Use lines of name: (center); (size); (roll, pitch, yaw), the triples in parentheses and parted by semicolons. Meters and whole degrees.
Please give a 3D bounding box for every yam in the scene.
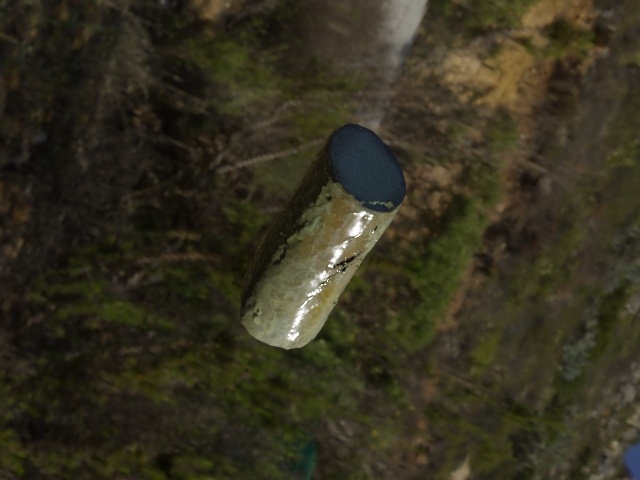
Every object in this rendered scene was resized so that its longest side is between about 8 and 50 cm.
yam: (0.000, 0.000, 0.491); (0.094, 0.043, 0.043); (-56, -163, 27)
